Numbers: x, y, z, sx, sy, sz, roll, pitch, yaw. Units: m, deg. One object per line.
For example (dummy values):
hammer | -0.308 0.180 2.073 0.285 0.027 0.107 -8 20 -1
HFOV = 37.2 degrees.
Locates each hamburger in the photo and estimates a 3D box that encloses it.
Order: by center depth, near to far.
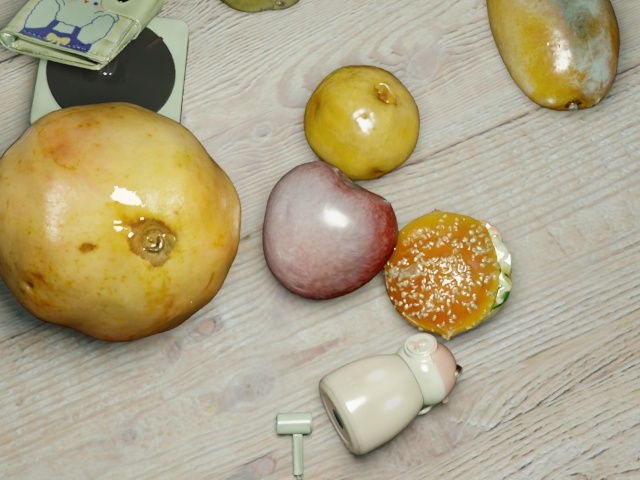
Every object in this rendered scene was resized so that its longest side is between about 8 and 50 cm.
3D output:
hamburger | 0.221 0.055 1.665 0.236 0.147 0.237 0 73 0

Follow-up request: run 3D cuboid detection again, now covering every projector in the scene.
projector | -0.377 -0.290 1.732 0.258 0.079 0.257 5 69 -6

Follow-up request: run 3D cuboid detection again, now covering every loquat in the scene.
loquat | 0.073 -0.207 1.693 0.207 0.208 0.208 1 78 -3

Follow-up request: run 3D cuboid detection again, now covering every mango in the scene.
mango | 0.423 -0.411 1.754 0.221 0.199 0.384 -11 66 0

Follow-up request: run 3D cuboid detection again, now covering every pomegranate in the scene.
pomegranate | -0.342 -0.033 1.551 0.411 0.411 0.412 1 78 -3

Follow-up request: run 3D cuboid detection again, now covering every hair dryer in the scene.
hair dryer | -0.045 0.361 1.650 0.063 0.038 0.125 -1 86 -2

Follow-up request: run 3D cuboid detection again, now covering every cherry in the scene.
cherry | 0.003 -0.005 1.623 0.239 0.206 0.240 0 92 -1

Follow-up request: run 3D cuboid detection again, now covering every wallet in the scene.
wallet | -0.400 -0.432 1.705 0.223 0.077 0.310 19 56 10

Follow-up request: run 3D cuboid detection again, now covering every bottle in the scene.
bottle | 0.129 0.250 1.624 0.236 0.147 0.148 -26 81 -12

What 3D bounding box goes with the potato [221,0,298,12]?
potato | -0.121 -0.504 1.773 0.200 0.137 0.155 3 48 -2
